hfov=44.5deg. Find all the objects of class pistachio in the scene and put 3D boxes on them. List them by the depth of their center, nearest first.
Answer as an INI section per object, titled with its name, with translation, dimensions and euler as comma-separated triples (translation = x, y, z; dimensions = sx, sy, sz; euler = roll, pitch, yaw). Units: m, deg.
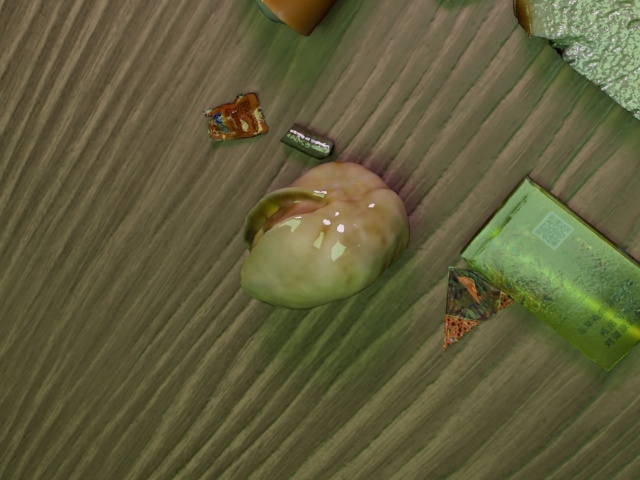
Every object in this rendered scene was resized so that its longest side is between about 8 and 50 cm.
[pistachio]
translation = 0.000, 0.000, 1.304
dimensions = 0.321, 0.229, 0.238
euler = -26, 131, 33

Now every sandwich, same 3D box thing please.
[sandwich]
translation = 0.413, -0.289, 1.130
dimensions = 0.254, 0.099, 0.288
euler = -4, 107, 13

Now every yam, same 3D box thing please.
[yam]
translation = -0.022, -0.171, 1.348
dimensions = 0.094, 0.043, 0.043
euler = 27, 114, 8

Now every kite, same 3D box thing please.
[kite]
translation = 0.261, 0.092, 1.360
dimensions = 0.222, 0.008, 0.125
euler = -39, 90, 25

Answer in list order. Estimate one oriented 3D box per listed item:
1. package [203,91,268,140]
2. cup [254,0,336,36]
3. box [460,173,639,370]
[package]
translation = -0.154, -0.215, 1.382
dimensions = 0.111, 0.033, 0.077
euler = -9, 95, 16
[cup]
translation = -0.018, -0.467, 1.196
dimensions = 0.264, 0.182, 0.226
euler = -41, 60, 18
[box]
translation = 0.403, 0.054, 1.274
dimensions = 0.311, 0.043, 0.173
euler = 38, 112, 3
